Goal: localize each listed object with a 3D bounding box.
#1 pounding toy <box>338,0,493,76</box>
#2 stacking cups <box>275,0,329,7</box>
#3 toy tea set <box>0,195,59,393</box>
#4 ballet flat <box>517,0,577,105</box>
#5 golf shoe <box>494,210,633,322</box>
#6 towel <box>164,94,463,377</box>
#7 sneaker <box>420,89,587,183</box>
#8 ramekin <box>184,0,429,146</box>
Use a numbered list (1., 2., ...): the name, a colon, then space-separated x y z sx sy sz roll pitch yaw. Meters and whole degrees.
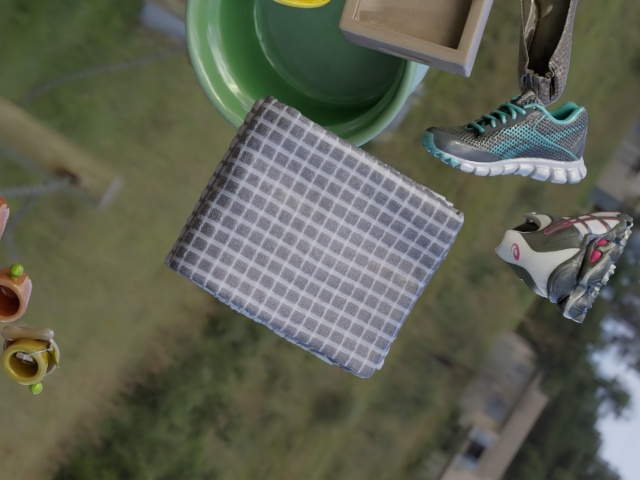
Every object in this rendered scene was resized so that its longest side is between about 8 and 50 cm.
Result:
1. pounding toy: 0.086 -0.283 1.648 0.094 0.181 0.206 22 85 -82
2. stacking cups: 0.013 -0.356 1.493 0.096 0.096 0.316 -60 173 -52
3. toy tea set: -0.504 0.092 2.452 0.124 0.200 0.336 -68 151 -59
4. ballet flat: 0.280 -0.292 2.148 0.058 0.084 0.249 -6 100 -73
5. golf shoe: 0.271 0.002 1.895 0.105 0.120 0.273 -63 171 13
6. towel: 0.000 0.000 1.946 0.235 0.284 0.121 -61 -168 -4
7. sneaker: 0.164 -0.097 1.503 0.065 0.166 0.076 38 -59 55
8. ramekin: 0.000 -0.266 2.120 0.303 0.303 0.148 -58 171 28
